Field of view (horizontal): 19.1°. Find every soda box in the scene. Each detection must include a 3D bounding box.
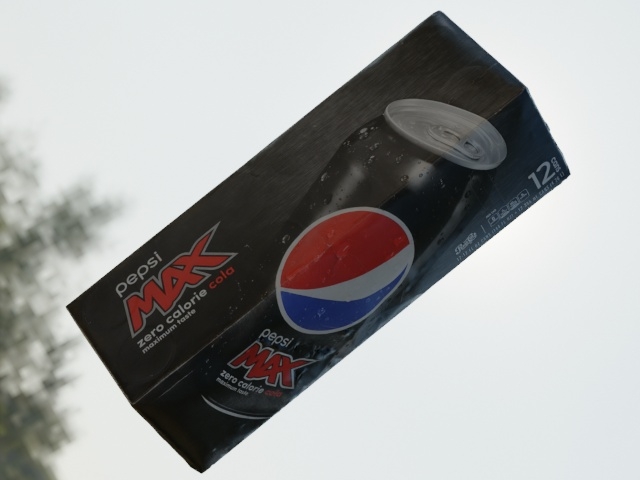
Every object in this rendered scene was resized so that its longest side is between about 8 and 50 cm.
[{"bbox_3d":[0.000,0.000,0.655,0.060,0.169,0.053,49,-3,42],"label":"soda box"}]
